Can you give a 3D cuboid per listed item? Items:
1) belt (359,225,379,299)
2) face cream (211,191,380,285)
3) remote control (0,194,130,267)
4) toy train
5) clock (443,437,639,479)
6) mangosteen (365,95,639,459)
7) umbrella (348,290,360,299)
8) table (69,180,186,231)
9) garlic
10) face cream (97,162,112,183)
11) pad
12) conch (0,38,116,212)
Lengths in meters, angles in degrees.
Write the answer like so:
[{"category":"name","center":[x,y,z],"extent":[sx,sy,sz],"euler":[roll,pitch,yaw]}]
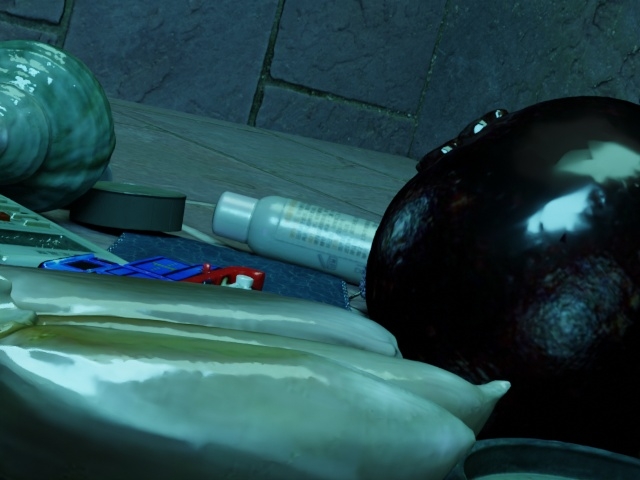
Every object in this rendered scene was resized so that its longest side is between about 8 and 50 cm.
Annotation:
[{"category":"belt","center":[0.198,0.067,1.320],"extent":[0.325,0.122,0.260],"euler":[21,3,21]},{"category":"face cream","center":[0.000,0.000,1.531],"extent":[0.269,0.082,0.082],"euler":[16,8,5]},{"category":"remote control","center":[-0.315,-0.010,1.150],"extent":[0.145,0.050,0.344],"euler":[7,12,-45]},{"category":"toy train","center":[-0.120,0.058,0.932],"extent":[0.131,0.083,0.204],"euler":[15,7,15]},{"category":"clock","center":[0.195,0.188,0.721],"extent":[0.280,0.055,0.280],"euler":[15,9,-2]},{"category":"mangosteen","center":[0.188,0.045,0.947],"extent":[0.313,0.297,0.297],"euler":[52,-9,-25]},{"category":"umbrella","center":[0.087,0.038,1.457],"extent":[0.149,0.022,0.022],"euler":[-25,0,-34]},{"category":"table","center":[-0.226,-0.041,1.475],"extent":[0.133,0.043,0.133],"euler":[8,6,-1]},{"category":"garlic","center":[-0.079,0.081,0.655],"extent":[0.325,0.132,0.279],"euler":[15,7,-23]},{"category":"face cream","center":[-0.305,-0.088,1.551],"extent":[0.091,0.091,0.095],"euler":[8,18,-41]},{"category":"pad","center":[-0.096,0.035,1.374],"extent":[0.269,0.012,0.270],"euler":[14,9,-4]},{"category":"conch","center":[-0.331,-0.122,1.353],"extent":[0.220,0.195,0.277],"euler":[16,8,-6]}]
